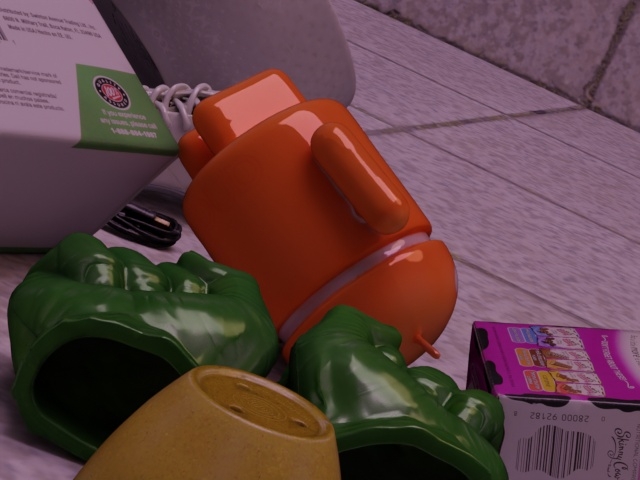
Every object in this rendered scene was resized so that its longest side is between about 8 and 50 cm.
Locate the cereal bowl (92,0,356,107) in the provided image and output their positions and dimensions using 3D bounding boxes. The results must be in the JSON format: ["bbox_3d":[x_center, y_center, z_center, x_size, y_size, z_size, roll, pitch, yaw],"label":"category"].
[{"bbox_3d":[-0.123,-0.218,1.762,0.339,0.141,0.339,51,-13,17],"label":"cereal bowl"}]

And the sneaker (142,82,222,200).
[{"bbox_3d":[-0.113,-0.086,1.480,0.258,0.091,0.094,17,50,-27],"label":"sneaker"}]

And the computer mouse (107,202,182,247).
[{"bbox_3d":[-0.205,-0.052,1.362,0.242,0.041,0.071,20,13,-18],"label":"computer mouse"}]

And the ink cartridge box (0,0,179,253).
[{"bbox_3d":[-0.243,-0.135,1.223,0.201,0.117,0.278,2,52,-58],"label":"ink cartridge box"}]

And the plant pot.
[{"bbox_3d":[-0.043,0.111,0.861,0.134,0.095,0.134,22,12,-5],"label":"plant pot"}]

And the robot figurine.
[{"bbox_3d":[0.000,0.001,1.237,0.219,0.158,0.128,54,22,13],"label":"robot figurine"}]

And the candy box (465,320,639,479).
[{"bbox_3d":[0.212,0.109,1.221,0.233,0.071,0.159,3,14,-1],"label":"candy box"}]

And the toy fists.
[{"bbox_3d":[-0.029,0.077,1.030,0.279,0.096,0.142,20,12,-9],"label":"toy fists"}]
